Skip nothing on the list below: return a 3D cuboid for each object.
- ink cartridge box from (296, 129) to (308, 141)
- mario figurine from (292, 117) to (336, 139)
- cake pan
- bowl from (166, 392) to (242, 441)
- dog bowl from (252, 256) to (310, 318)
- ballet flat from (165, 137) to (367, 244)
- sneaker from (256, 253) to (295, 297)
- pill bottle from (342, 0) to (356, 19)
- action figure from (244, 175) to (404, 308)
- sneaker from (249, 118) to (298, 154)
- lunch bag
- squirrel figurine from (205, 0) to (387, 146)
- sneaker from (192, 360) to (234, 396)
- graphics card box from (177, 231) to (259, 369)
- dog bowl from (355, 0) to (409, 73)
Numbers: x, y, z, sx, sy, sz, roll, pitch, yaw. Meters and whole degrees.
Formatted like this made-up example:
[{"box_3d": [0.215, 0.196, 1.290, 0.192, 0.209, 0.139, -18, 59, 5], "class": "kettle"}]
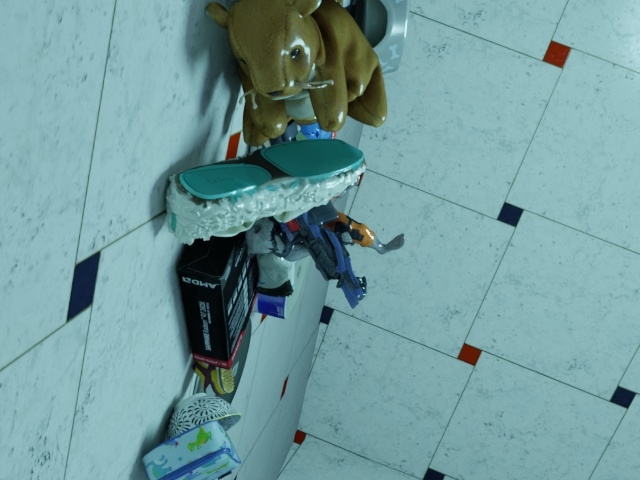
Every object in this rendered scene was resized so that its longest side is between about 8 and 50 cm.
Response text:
[{"box_3d": [-0.065, -0.129, 2.273, 0.171, 0.056, 0.235, 48, -48, 53], "class": "ink cartridge box"}, {"box_3d": [-0.041, -0.247, 2.465, 0.320, 0.198, 0.170, 84, -20, -50], "class": "mario figurine"}, {"box_3d": [-0.227, 0.296, 2.270, 0.293, 0.054, 0.293, 15, 90, -83], "class": "cake pan"}, {"box_3d": [-0.255, 0.368, 1.996, 0.080, 0.170, 0.170, 61, -8, 19], "class": "bowl"}, {"box_3d": [-0.103, 0.071, 2.537, 0.265, 0.104, 0.265, 15, 90, -83], "class": "dog bowl"}, {"box_3d": [-0.101, -0.085, 1.672, 0.409, 0.147, 0.147, -15, 128, -38], "class": "ballet flat"}, {"box_3d": [-0.092, 0.052, 1.990, 0.237, 0.085, 0.086, 98, -1, -62], "class": "sneaker"}, {"box_3d": [0.015, -0.515, 2.148, 0.246, 0.130, 0.130, 95, 13, -51], "class": "pill bottle"}, {"box_3d": [0.000, 0.000, 1.847, 0.178, 0.330, 0.341, -45, -119, 43], "class": "action figure"}, {"box_3d": [-0.086, -0.196, 2.073, 0.126, 0.127, 0.321, -58, 160, -63], "class": "sneaker"}, {"box_3d": [-0.258, 0.440, 1.916, 0.219, 0.176, 0.090, 86, -22, -70], "class": "lunch bag"}, {"box_3d": [-0.057, -0.375, 1.652, 0.370, 0.281, 0.397, 18, 73, -72], "class": "squirrel figurine"}, {"box_3d": [-0.240, 0.250, 2.078, 0.069, 0.084, 0.185, 49, 27, -52], "class": "sneaker"}, {"box_3d": [-0.193, 0.071, 1.918, 0.371, 0.094, 0.233, 95, 11, -58], "class": "graphics card box"}, {"box_3d": [0.125, -0.539, 2.192, 0.349, 0.102, 0.349, 178, -90, -83], "class": "dog bowl"}]
